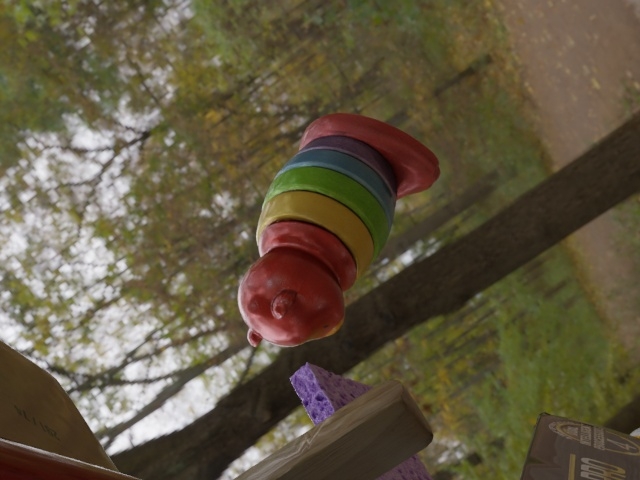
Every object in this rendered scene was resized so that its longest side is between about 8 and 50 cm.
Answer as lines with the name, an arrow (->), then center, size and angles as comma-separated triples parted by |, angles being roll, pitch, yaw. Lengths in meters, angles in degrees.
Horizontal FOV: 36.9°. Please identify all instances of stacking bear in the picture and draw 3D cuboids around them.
stacking bear -> 0.000, 0.000, 1.109 | 0.164, 0.175, 0.289 | 36, -130, -11

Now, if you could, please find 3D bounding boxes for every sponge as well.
sponge -> 0.056, 0.206, 0.894 | 0.117, 0.031, 0.210 | 29, -160, -44

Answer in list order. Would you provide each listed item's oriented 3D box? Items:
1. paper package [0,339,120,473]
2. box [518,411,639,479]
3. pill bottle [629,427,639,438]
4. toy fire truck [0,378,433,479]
paper package -> -0.349, 0.198, 0.893 | 0.309, 0.168, 0.325 | 40, 174, 43
box -> 0.104, 0.316, 0.503 | 0.097, 0.395, 0.318 | 13, -175, 14
pill bottle -> 0.328, 0.255, 0.925 | 0.117, 0.208, 0.117 | 36, 161, 15
toy fire truck -> -0.065, 0.135, 0.371 | 0.217, 0.158, 0.246 | 80, -153, -51
